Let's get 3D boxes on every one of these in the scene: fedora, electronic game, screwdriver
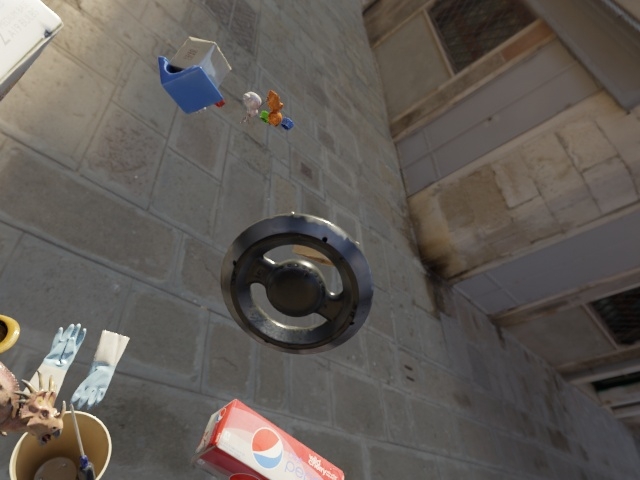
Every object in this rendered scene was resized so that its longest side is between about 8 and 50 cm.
[{"bbox_3d":[-1.144,0.341,1.383,0.194,0.079,0.194,19,30,-11],"label":"fedora"},{"bbox_3d":[-0.036,0.070,0.600,0.229,0.229,0.048,53,16,-12],"label":"electronic game"},{"bbox_3d":[-0.395,0.344,0.661,0.025,0.024,0.169,-72,161,-69],"label":"screwdriver"}]

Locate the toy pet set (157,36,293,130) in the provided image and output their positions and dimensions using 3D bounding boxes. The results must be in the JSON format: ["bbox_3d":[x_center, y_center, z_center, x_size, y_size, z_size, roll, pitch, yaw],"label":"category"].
[{"bbox_3d":[-0.110,-0.147,0.431,0.065,0.122,0.114,-60,154,-13],"label":"toy pet set"}]

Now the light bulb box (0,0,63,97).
[{"bbox_3d":[-0.532,-0.137,0.418,0.225,0.361,0.357,42,45,-38],"label":"light bulb box"}]

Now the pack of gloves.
[{"bbox_3d":[-0.716,0.374,1.198,0.195,0.046,0.232,23,54,-17],"label":"pack of gloves"}]

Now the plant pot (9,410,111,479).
[{"bbox_3d":[-0.836,0.723,1.291,0.257,0.274,0.256,22,42,-21],"label":"plant pot"}]

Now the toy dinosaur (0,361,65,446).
[{"bbox_3d":[-0.702,0.332,0.878,0.295,0.200,0.127,53,-2,-14],"label":"toy dinosaur"}]

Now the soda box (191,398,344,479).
[{"bbox_3d":[-0.082,0.394,0.698,0.263,0.083,0.092,40,30,-15],"label":"soda box"}]

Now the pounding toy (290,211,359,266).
[{"bbox_3d":[0.000,0.000,1.001,0.130,0.141,0.100,24,79,-40],"label":"pounding toy"}]
